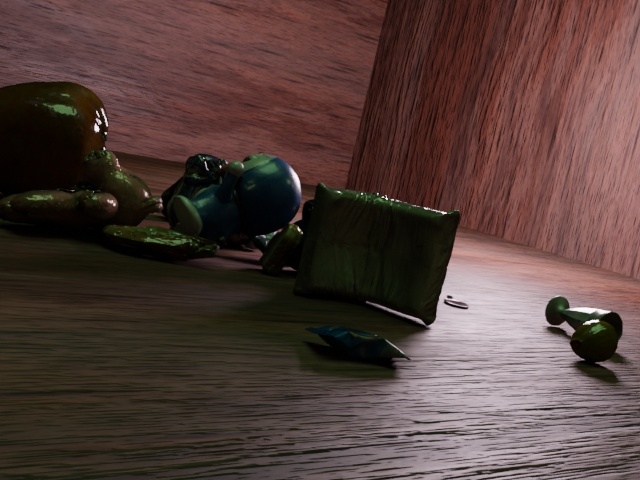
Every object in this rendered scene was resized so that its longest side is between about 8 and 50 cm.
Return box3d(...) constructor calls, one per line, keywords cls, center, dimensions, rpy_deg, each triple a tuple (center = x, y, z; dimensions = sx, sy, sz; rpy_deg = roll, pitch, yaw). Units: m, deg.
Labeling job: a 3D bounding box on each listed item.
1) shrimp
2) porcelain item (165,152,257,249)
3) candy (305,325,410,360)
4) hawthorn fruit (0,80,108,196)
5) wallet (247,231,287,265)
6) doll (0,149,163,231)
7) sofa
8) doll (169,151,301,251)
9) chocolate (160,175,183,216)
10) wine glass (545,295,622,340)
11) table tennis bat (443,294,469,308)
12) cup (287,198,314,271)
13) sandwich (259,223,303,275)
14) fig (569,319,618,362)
box3d(cls="shrimp", center=(-0.288, 0.005, 1.582), dimensions=(0.217, 0.051, 0.115), rpy_deg=(12, 11, 9))
box3d(cls="porcelain item", center=(-0.208, -0.081, 1.871), dimensions=(0.138, 0.186, 0.288), rpy_deg=(15, 6, 33))
box3d(cls="candy", center=(0.053, 0.140, 1.193), dimensions=(0.136, 0.038, 0.088), rpy_deg=(18, -8, -17))
box3d(cls="hawthorn fruit", center=(-0.599, -0.206, 1.856), dimensions=(0.300, 0.268, 0.268), rpy_deg=(3, 9, -11))
box3d(cls="wallet", center=(-0.105, 0.000, 1.822), dimensions=(0.129, 0.026, 0.088), rpy_deg=(49, 26, 24))
box3d(cls="doll", center=(-0.444, -0.092, 1.622), dimensions=(0.201, 0.156, 0.303), rpy_deg=(1, -1, 34))
box3d(cls="sofa", center=(0.100, 0.020, 1.531), dimensions=(0.225, 0.210, 0.176), rpy_deg=(19, 7, 36))
box3d(cls="doll", center=(-0.162, -0.070, 1.697), dimensions=(0.256, 0.215, 0.161), rpy_deg=(-21, 62, -28))
box3d(cls="chocolate", center=(-0.326, -0.098, 2.118), dimensions=(0.080, 0.125, 0.148), rpy_deg=(-3, -2, 45))
box3d(cls="wine glass", center=(0.518, 0.159, 1.756), dimensions=(0.073, 0.073, 0.155), rpy_deg=(9, 4, -26))
box3d(cls="table tennis bat", center=(0.274, 0.125, 1.820), dimensions=(0.050, 0.007, 0.083), rpy_deg=(11, 9, -9))
box3d(cls="cup", center=(0.008, 0.004, 1.728), dimensions=(0.113, 0.150, 0.138), rpy_deg=(19, 0, -37))
box3d(cls="sandwich", center=(-0.074, 0.012, 1.691), dimensions=(0.035, 0.105, 0.093), rpy_deg=(34, 7, -15))
box3d(cls="fig", center=(0.465, 0.174, 1.526), dimensions=(0.088, 0.074, 0.074), rpy_deg=(-8, 17, -29))
